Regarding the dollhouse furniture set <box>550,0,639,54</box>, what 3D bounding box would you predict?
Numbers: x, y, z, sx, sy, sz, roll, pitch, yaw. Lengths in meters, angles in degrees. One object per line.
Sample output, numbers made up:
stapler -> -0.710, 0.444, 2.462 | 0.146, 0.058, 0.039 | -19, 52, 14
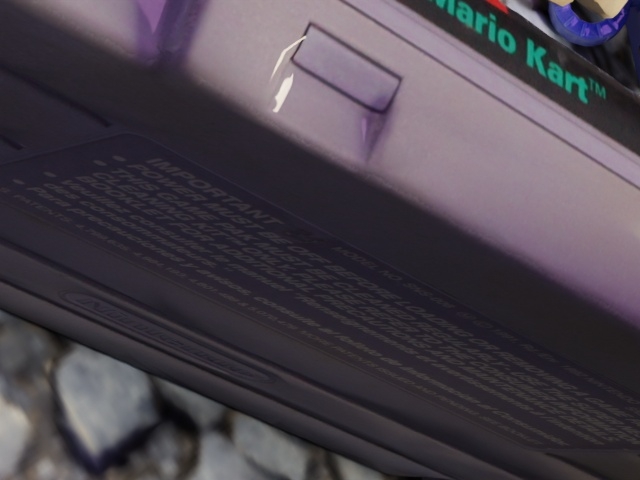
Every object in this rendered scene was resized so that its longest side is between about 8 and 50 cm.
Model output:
dollhouse furniture set -> 0.034, -0.245, 0.465 | 0.362, 0.256, 0.394 | 20, 20, -49

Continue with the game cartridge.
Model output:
game cartridge -> 0.000, 0.000, 0.468 | 0.355, 0.230, 0.068 | 28, 64, -34

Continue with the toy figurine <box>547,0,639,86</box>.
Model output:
toy figurine -> 0.210, -0.094, 0.845 | 0.217, 0.191, 0.363 | -9, 82, -17
